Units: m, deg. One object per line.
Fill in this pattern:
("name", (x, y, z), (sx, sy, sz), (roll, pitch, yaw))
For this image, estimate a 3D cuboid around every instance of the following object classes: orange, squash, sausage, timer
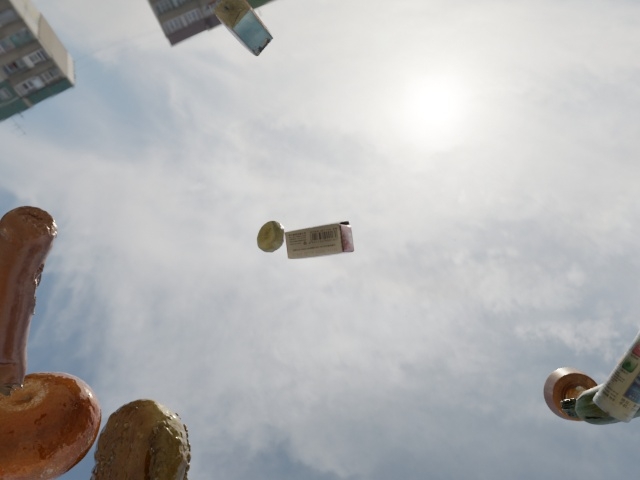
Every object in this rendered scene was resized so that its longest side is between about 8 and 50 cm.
("orange", (-0.515, 0.344, 0.863), (0.224, 0.170, 0.224), (-3, -154, 2))
("squash", (0.538, 0.238, 0.791), (0.071, 0.318, 0.080), (23, -141, -15))
("sausage", (-0.222, 0.046, 0.344), (0.036, 0.157, 0.042), (3, -150, -42))
("timer", (0.631, 0.383, 1.158), (0.132, 0.152, 0.132), (-1, -99, 8))

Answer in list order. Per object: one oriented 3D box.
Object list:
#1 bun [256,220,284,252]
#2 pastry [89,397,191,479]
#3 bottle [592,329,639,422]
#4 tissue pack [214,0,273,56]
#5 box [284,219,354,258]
("bun", (-0.166, -0.010, 1.648), (0.115, 0.069, 0.115), (-24, -128, 34))
("pastry", (-0.433, 0.563, 1.183), (0.285, 0.184, 0.315), (-28, -129, 26))
("bottle", (0.501, 0.174, 0.729), (0.060, 0.060, 0.217), (35, -74, 40))
("tissue pack", (-0.140, -0.396, 0.873), (0.059, 0.094, 0.074), (-43, -111, 8))
("box", (0.000, 0.000, 1.438), (0.182, 0.133, 0.099), (-9, -92, 20))
